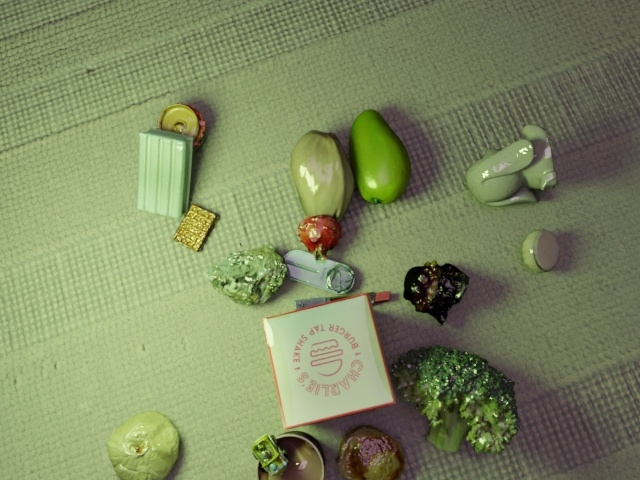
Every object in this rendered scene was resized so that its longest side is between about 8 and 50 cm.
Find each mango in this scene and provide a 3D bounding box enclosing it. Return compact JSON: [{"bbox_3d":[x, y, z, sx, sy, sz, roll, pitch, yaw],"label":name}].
[{"bbox_3d":[0.192,-0.284,1.823,0.192,0.156,0.343,-11,74,-2],"label":"mango"}]

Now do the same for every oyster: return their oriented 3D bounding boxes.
[{"bbox_3d":[-0.236,0.115,1.774,0.267,0.112,0.199,-31,70,8],"label":"oyster"}]

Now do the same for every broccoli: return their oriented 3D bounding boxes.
[{"bbox_3d":[0.401,0.457,1.591,0.338,0.277,0.318,-17,96,8],"label":"broccoli"}]

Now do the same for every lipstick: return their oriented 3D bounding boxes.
[{"bbox_3d":[0.074,0.201,1.773,0.311,0.051,0.051,-6,75,0],"label":"lipstick"}]

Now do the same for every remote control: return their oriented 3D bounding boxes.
[{"bbox_3d":[-0.007,0.104,1.797,0.247,0.052,0.104,19,80,7],"label":"remote control"}]

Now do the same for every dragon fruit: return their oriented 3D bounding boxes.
[{"bbox_3d":[0.000,0.000,1.755,0.152,0.153,0.111,-6,53,2],"label":"dragon fruit"}]

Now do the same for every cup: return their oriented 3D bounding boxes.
[{"bbox_3d":[-0.089,0.682,1.592,0.191,0.200,0.253,20,78,8],"label":"cup"}]

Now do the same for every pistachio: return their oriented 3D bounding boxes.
[{"bbox_3d":[0.002,-0.198,1.798,0.226,0.207,0.332,-11,91,45],"label":"pistachio"}]

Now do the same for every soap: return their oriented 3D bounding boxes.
[{"bbox_3d":[-0.515,-0.221,1.817,0.159,0.087,0.266,12,113,6],"label":"soap"}]

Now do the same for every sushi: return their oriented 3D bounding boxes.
[{"bbox_3d":[0.342,0.147,1.717,0.150,0.153,0.172,23,99,-12],"label":"sushi"}]

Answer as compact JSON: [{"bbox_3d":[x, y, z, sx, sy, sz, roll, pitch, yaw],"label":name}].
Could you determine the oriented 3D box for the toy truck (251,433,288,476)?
[{"bbox_3d":[-0.136,0.582,1.475,0.076,0.077,0.111,-38,77,-5],"label":"toy truck"}]

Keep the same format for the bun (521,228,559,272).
[{"bbox_3d":[0.688,0.033,1.755,0.138,0.094,0.138,0,90,-32],"label":"bun"}]

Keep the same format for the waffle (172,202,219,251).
[{"bbox_3d":[-0.422,-0.042,1.859,0.102,0.042,0.148,26,80,7],"label":"waffle"}]

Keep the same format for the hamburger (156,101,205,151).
[{"bbox_3d":[-0.473,-0.381,1.892,0.175,0.137,0.176,0,86,2],"label":"hamburger"}]

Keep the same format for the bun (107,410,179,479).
[{"bbox_3d":[-0.537,0.632,1.663,0.220,0.134,0.221,0,73,1],"label":"bun"}]

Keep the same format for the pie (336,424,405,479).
[{"bbox_3d":[0.151,0.656,1.644,0.205,0.084,0.179,26,80,6],"label":"pie"}]

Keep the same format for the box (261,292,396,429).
[{"bbox_3d":[0.027,0.354,1.610,0.314,0.300,0.313,-14,77,1],"label":"box"}]

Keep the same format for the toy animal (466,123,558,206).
[{"bbox_3d":[0.602,-0.215,1.755,0.264,0.272,0.206,-13,51,13],"label":"toy animal"}]
